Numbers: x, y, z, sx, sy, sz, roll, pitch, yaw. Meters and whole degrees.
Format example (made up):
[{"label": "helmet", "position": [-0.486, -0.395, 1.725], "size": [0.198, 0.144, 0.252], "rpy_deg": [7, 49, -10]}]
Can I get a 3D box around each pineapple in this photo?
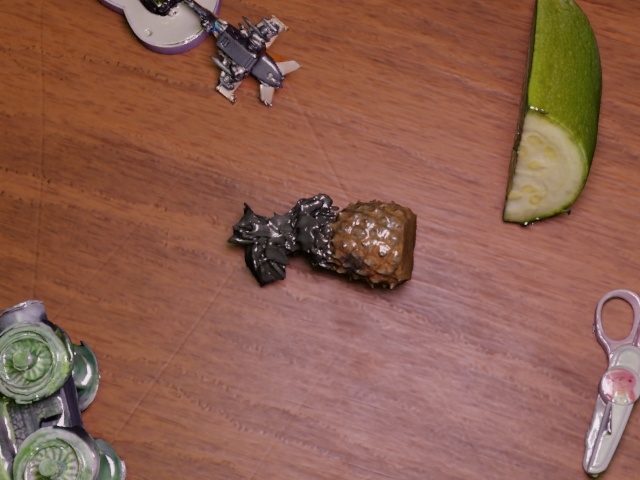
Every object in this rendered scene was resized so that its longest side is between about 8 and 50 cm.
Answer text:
[{"label": "pineapple", "position": [0.000, 0.000, 1.865], "size": [0.237, 0.111, 0.119], "rpy_deg": [5, 43, 11]}]

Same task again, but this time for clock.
[{"label": "clock", "position": [-0.211, -0.359, 1.979], "size": [0.172, 0.064, 0.198], "rpy_deg": [-42, 80, -8]}]

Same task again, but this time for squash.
[{"label": "squash", "position": [0.314, -0.180, 1.941], "size": [0.111, 0.203, 0.289], "rpy_deg": [9, 41, 4]}]

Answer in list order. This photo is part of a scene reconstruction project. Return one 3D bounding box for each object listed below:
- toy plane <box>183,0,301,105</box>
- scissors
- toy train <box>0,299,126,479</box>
[{"label": "toy plane", "position": [-0.117, -0.262, 1.929], "size": [0.188, 0.062, 0.135], "rpy_deg": [38, 114, -10]}, {"label": "scissors", "position": [0.379, 0.182, 1.844], "size": [0.118, 0.030, 0.242], "rpy_deg": [19, 73, 6]}, {"label": "toy train", "position": [-0.381, 0.240, 1.775], "size": [0.249, 0.173, 0.307], "rpy_deg": [-18, 76, 3]}]
